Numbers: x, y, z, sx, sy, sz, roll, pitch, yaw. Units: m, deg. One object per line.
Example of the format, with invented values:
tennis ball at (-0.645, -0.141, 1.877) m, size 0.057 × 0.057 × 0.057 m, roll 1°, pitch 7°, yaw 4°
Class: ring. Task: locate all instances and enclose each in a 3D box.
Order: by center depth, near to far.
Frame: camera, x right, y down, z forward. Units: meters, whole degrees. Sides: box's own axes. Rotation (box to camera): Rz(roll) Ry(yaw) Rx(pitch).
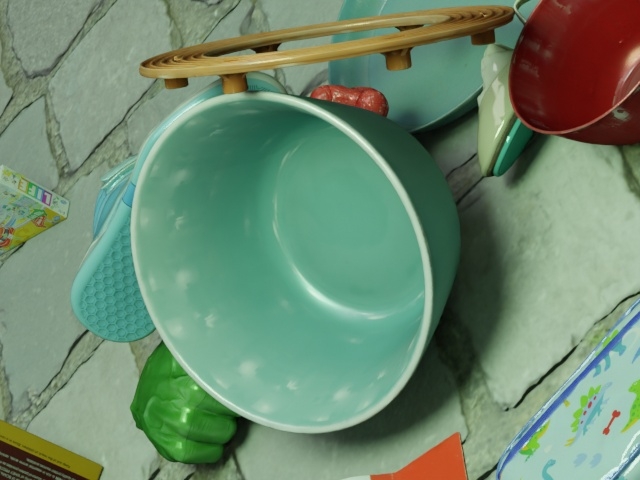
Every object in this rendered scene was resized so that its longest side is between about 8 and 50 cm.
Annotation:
ring at (0.007, -0.168, 1.753) m, size 0.337 × 0.337 × 0.032 m, roll 7°, pitch 109°, yaw 54°

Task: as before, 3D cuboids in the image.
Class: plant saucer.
plant saucer at (0.132, -0.235, 1.956) m, size 0.318 × 0.044 × 0.317 m, roll -32°, pitch 43°, yaw 35°

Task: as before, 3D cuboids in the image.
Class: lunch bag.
lunch bag at (0.231, 0.147, 1.472) m, size 0.219 × 0.090 × 0.176 m, roll -49°, pitch 19°, yaw 12°

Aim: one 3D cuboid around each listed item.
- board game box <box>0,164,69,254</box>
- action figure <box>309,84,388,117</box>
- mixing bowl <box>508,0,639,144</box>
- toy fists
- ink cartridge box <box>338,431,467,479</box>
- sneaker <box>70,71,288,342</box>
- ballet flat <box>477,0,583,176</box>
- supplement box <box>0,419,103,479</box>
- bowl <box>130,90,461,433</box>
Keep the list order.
board game box at (-0.397, -0.034, 2.432) m, size 0.154 × 0.103 × 0.026 m, roll -26°, pitch 46°, yaw 40°
action figure at (-0.004, -0.071, 1.934) m, size 0.280 × 0.092 × 0.139 m, roll 153°, pitch 115°, yaw -62°
mixing bowl at (0.258, -0.148, 1.674) m, size 0.181 × 0.098 × 0.181 m, roll -33°, pitch 41°, yaw 34°
toy fists at (-0.087, 0.090, 1.944) m, size 0.279 × 0.096 × 0.142 m, roll -63°, pitch 18°, yaw -6°
ink cartridge box at (0.029, 0.281, 1.684) m, size 0.232 × 0.066 × 0.189 m, roll -42°, pitch 37°, yaw 31°
sneaker at (-0.142, -0.069, 1.979) m, size 0.319 × 0.127 × 0.208 m, roll -51°, pitch 17°, yaw 20°
ballet flat at (0.195, -0.173, 1.783) m, size 0.248 × 0.086 × 0.086 m, roll -55°, pitch 33°, yaw -3°
supplement box at (-0.369, 0.285, 2.071) m, size 0.129 × 0.191 × 0.194 m, roll 2°, pitch 67°, yaw 53°
bowl at (0.000, 0.000, 1.768) m, size 0.311 × 0.311 × 0.163 m, roll -31°, pitch -1°, yaw 36°
